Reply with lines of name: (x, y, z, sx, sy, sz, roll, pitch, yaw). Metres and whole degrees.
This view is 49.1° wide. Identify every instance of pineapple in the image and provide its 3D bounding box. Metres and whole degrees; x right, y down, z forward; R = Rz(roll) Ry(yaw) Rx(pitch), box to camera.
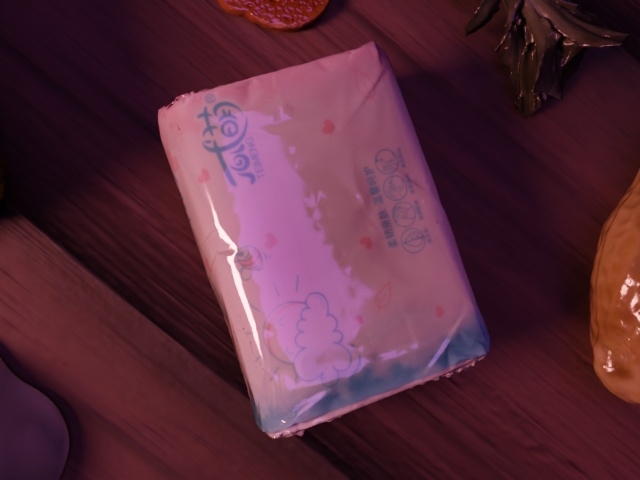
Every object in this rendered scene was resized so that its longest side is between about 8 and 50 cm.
pineapple: (0.156, -0.251, 0.633, 0.130, 0.119, 0.277, -38, 93, -30)

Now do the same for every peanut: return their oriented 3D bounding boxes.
peanut: (0.330, 0.002, 0.622, 0.147, 0.147, 0.306, 36, 80, -4)

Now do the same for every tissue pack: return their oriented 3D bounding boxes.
tissue pack: (0.002, -0.001, 0.574, 0.201, 0.124, 0.271, -18, 86, -14)

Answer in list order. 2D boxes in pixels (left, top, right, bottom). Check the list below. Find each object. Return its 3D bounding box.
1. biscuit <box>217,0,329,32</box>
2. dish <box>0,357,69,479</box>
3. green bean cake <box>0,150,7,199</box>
biscuit: (-0.051, -0.247, 0.644, 0.130, 0.019, 0.102, 28, 80, -6)
dish: (-0.309, 0.183, 0.520, 0.229, 0.081, 0.230, 1, 83, -9)
green bean cake: (-0.407, -0.119, 0.479, 0.309, 0.202, 0.285, -17, 85, -11)
